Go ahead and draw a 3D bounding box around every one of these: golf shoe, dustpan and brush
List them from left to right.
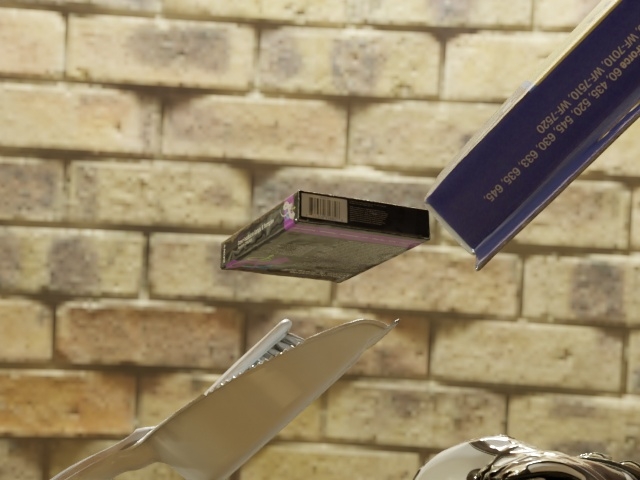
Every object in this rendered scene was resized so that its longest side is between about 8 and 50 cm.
[{"bbox_3d":[-0.065,0.097,0.710,0.211,0.060,0.147,-41,-5,-12],"label":"dustpan and brush"},{"bbox_3d":[0.137,0.180,0.988,0.198,0.077,0.094,-7,-7,37],"label":"golf shoe"}]

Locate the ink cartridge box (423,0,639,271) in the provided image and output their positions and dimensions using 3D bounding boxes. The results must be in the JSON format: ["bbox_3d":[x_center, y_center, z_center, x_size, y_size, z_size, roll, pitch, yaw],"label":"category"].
[{"bbox_3d":[0.199,-0.122,0.992,0.072,0.303,0.307,45,9,2],"label":"ink cartridge box"}]

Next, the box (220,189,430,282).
[{"bbox_3d":[0.000,0.000,1.117,0.116,0.029,0.162,8,-19,-25],"label":"box"}]
